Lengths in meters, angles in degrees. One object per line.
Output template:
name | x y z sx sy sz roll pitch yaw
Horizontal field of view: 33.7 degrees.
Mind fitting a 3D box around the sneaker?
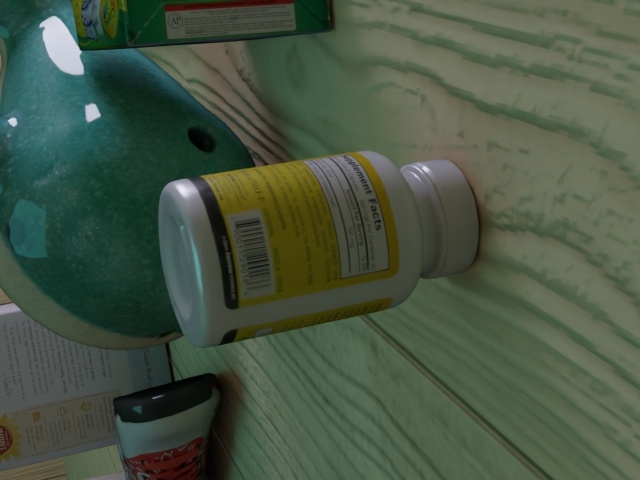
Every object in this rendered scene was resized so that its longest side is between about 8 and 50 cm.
sneaker | -0.124 0.198 0.908 0.270 0.090 0.145 139 118 -72

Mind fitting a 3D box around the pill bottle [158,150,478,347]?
pill bottle | 0.000 0.000 0.413 0.065 0.116 0.065 170 90 -71

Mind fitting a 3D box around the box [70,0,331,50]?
box | -0.075 -0.127 0.577 0.179 0.105 0.043 -152 56 -67

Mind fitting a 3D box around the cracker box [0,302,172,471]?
cracker box | -0.271 0.137 1.067 0.067 0.232 0.156 -168 69 -70

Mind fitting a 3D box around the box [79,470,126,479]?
box | -0.269 0.330 1.040 0.148 0.311 0.121 100 153 -45

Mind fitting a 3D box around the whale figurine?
whale figurine | -0.131 -0.071 0.662 0.141 0.216 0.272 -35 69 37
